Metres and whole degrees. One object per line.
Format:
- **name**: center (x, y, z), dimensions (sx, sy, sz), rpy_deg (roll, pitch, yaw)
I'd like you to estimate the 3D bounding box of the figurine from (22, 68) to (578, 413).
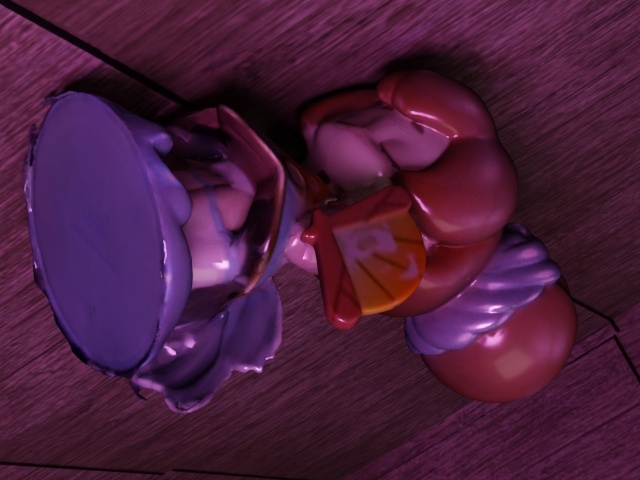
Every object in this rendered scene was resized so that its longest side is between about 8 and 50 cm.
- **figurine**: center (0.001, 0.000, 1.004), dimensions (0.388, 0.276, 0.248), rpy_deg (-13, 130, -37)
